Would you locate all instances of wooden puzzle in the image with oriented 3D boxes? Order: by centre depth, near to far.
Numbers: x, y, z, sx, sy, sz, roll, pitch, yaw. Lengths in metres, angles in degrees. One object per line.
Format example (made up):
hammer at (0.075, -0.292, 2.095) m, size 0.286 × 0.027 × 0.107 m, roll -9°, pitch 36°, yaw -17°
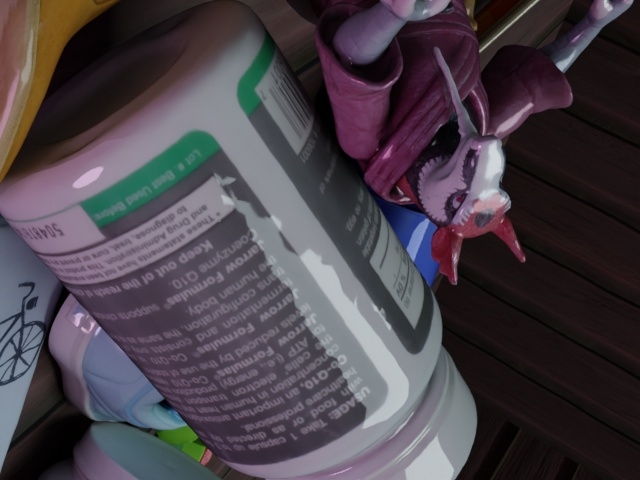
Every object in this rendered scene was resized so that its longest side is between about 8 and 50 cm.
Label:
wooden puzzle at (0.223, -0.308, 1.259) m, size 0.238 × 0.044 × 0.221 m, roll -37°, pitch -166°, yaw 4°

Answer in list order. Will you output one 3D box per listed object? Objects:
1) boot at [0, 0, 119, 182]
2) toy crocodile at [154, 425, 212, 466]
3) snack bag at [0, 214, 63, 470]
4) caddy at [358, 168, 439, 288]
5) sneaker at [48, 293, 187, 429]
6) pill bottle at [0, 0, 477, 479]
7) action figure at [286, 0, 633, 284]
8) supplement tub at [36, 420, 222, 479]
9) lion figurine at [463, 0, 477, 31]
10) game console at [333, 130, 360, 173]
boot at (-0.131, -0.152, 0.517) m, size 0.211 × 0.104 × 0.295 m, roll -29°, pitch 143°, yaw -63°
toy crocodile at (-0.179, 0.263, 1.122) m, size 0.340 × 0.105 × 0.115 m, roll -62°, pitch -172°, yaw 13°
snack bag at (-0.304, 0.125, 0.625) m, size 0.343 × 0.037 × 0.323 m, roll -66°, pitch 165°, yaw 15°
caddy at (0.000, 0.000, 0.936) m, size 0.341 × 0.241 × 0.179 m, roll -81°, pitch -170°, yaw -75°
sneaker at (-0.158, 0.139, 0.882) m, size 0.135 × 0.150 × 0.366 m, roll -52°, pitch 172°, yaw -15°
pill bottle at (-0.041, 0.035, 0.642) m, size 0.204 × 0.204 × 0.361 m, roll -51°, pitch 122°, yaw -30°
action figure at (0.037, -0.142, 0.598) m, size 0.248 × 0.370 × 0.275 m, roll 7°, pitch 156°, yaw -41°
supplement tub at (-0.240, 0.374, 0.953) m, size 0.316 × 0.228 × 0.228 m, roll -58°, pitch 166°, yaw -2°
lion figurine at (0.188, -0.406, 1.097) m, size 0.392 × 0.142 × 0.240 m, roll -65°, pitch 166°, yaw -46°
game console at (0.086, -0.081, 1.153) m, size 0.250 × 0.173 × 0.293 m, roll -66°, pitch -179°, yaw -65°
